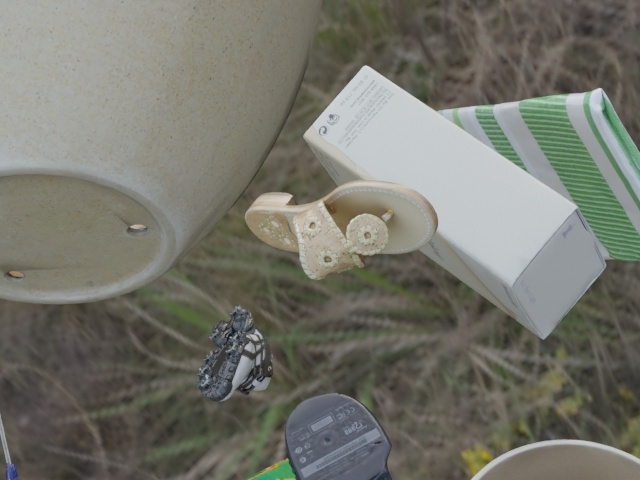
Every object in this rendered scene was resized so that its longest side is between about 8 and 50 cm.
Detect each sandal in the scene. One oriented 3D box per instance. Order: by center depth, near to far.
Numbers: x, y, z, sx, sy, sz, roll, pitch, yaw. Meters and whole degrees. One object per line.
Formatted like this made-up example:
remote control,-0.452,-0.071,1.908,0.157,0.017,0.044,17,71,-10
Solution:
sandal,0.004,0.005,1.534,0.240,0.088,0.079,0,46,50

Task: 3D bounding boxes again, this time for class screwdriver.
screwdriver,-0.287,0.193,1.574,0.025,0.024,0.170,-6,80,-20

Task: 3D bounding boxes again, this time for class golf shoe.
golf shoe,-0.094,0.156,2.109,0.077,0.094,0.198,-35,15,20

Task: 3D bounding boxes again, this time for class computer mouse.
computer mouse,0.036,0.194,1.147,0.071,0.041,0.242,-26,45,0

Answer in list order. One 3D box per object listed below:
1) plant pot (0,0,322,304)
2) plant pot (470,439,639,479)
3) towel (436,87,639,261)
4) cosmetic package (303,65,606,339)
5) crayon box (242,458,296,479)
plant pot,-0.135,-0.080,0.877,0.284,0.284,0.191,-11,58,13
plant pot,0.248,0.386,1.763,0.256,0.274,0.256,0,53,0
towel,0.283,-0.072,2.070,0.038,0.248,0.325,-44,21,-25
cosmetic package,0.143,-0.043,1.834,0.309,0.160,0.113,38,83,32
crayon box,-0.052,0.274,1.498,0.081,0.278,0.165,45,103,11
